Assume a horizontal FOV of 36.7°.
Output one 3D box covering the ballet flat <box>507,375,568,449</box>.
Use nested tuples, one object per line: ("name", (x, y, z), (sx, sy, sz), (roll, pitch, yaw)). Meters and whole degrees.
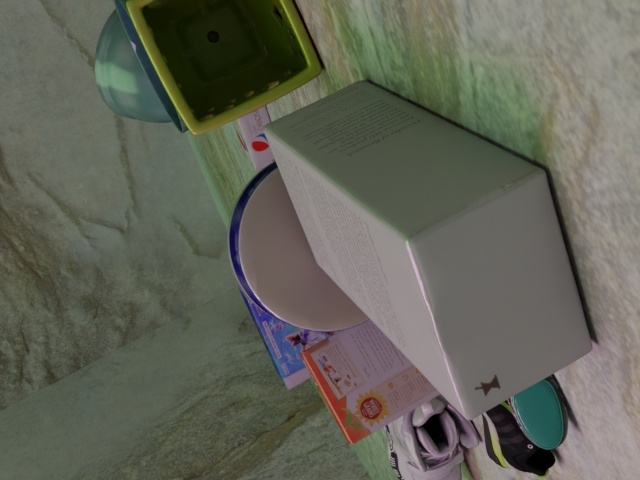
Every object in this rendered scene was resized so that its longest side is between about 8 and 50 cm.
("ballet flat", (0.254, 0.167, 1.196), (0.188, 0.070, 0.070), (65, 170, -8))

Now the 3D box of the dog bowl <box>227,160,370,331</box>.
("dog bowl", (0.000, 0.000, 1.417), (0.265, 0.265, 0.104), (64, 169, -8))

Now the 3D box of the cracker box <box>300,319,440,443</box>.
("cracker box", (0.107, 0.183, 1.458), (0.155, 0.232, 0.067), (61, 172, 7))

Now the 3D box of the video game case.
("video game case", (-0.004, 0.136, 1.879), (0.061, 0.244, 0.269), (50, 165, 47))

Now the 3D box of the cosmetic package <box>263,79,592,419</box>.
("cosmetic package", (0.103, -0.018, 1.130), (0.453, 0.162, 0.230), (46, 160, 61))

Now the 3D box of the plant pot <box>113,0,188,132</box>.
("plant pot", (-0.249, -0.381, 1.875), (0.290, 0.195, 0.290), (59, 170, 18))

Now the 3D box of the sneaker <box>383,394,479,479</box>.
("sneaker", (0.206, 0.390, 1.793), (0.210, 0.137, 0.365), (-132, 20, -66))

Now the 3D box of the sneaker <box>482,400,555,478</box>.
("sneaker", (0.269, 0.228, 1.280), (0.097, 0.084, 0.234), (19, 143, 40))

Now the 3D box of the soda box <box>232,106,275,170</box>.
("soda box", (-0.150, -0.256, 2.089), (0.074, 0.069, 0.216), (55, 168, 39))

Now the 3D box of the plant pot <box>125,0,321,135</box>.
("plant pot", (-0.156, -0.316, 1.512), (0.228, 0.227, 0.207), (64, 176, -15))

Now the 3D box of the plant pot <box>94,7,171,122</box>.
("plant pot", (-0.321, -0.384, 2.124), (0.196, 0.293, 0.293), (24, 150, 30))
